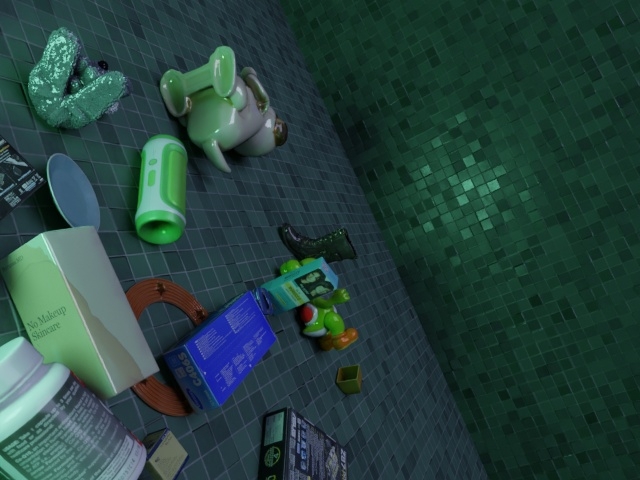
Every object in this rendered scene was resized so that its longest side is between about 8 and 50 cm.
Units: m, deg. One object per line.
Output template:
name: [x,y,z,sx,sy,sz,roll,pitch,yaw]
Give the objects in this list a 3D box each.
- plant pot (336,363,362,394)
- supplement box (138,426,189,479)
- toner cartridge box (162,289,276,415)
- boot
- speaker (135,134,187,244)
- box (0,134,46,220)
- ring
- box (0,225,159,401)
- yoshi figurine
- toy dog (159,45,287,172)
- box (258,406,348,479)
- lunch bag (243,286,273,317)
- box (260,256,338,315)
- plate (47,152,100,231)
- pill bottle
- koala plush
plant pot: [0.114,0.520,1.866,0.081,0.081,0.083,-71,143,-60]
supplement box: [-0.322,0.438,1.009,0.083,0.056,0.083,59,23,-13]
toner cartridge box: [-0.238,0.266,1.276,0.165,0.075,0.348,61,22,-5]
boot: [0.000,0.000,1.963,0.262,0.229,0.091,55,24,-22]
speaker: [-0.415,-0.139,1.333,0.131,0.131,0.296,39,33,-47]
box: [-0.649,-0.105,0.841,0.242,0.077,0.307,53,25,-26]
ring: [-0.345,0.244,1.202,0.336,0.032,0.336,48,27,-34]
box: [-0.446,0.143,0.938,0.310,0.148,0.121,64,23,2]
yoshi figurine: [0.001,0.207,1.827,0.362,0.204,0.203,59,7,-7]
toy dog: [-0.276,-0.418,1.745,0.408,0.285,0.395,6,61,-67]
box: [-0.035,0.688,1.328,0.318,0.097,0.394,46,28,-34]
lunch bag: [-0.188,0.195,1.555,0.067,0.065,0.098,12,55,-63]
box: [-0.072,0.150,1.621,0.100,0.244,0.060,54,24,-24]
plate: [-0.537,-0.095,1.091,0.188,0.024,0.188,-19,90,-89]
pill bottle: [-0.425,0.298,0.793,0.283,0.161,0.161,57,23,-19]
koala plush: [-0.575,-0.374,1.216,0.196,0.203,0.221,40,9,-23]
